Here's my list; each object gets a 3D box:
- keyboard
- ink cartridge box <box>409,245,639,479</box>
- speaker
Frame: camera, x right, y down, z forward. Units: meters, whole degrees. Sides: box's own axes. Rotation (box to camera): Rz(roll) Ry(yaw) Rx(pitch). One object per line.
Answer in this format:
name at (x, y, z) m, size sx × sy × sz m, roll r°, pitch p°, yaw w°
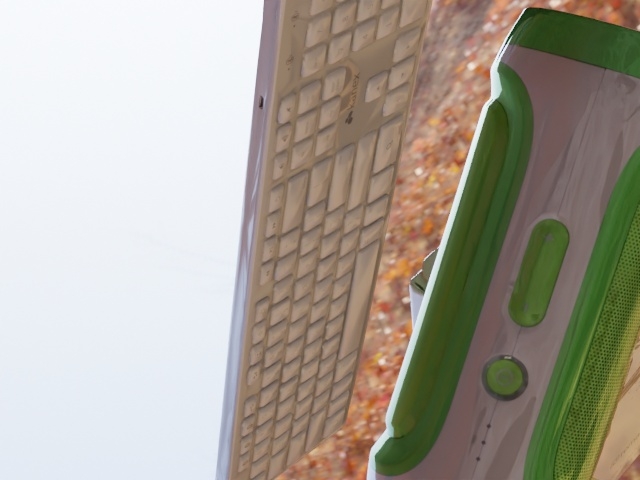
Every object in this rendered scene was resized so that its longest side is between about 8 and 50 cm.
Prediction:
keyboard at (0.000, 0.000, 0.466) m, size 0.072 × 0.256 × 0.014 m, roll -27°, pitch -127°, yaw -33°
ink cartridge box at (0.172, 0.080, 0.963) m, size 0.114 × 0.273 × 0.198 m, roll 33°, pitch -120°, yaw 30°
speaker at (0.118, 0.031, 0.733) m, size 0.131 × 0.131 × 0.297 m, roll 13°, pitch -82°, yaw -25°
